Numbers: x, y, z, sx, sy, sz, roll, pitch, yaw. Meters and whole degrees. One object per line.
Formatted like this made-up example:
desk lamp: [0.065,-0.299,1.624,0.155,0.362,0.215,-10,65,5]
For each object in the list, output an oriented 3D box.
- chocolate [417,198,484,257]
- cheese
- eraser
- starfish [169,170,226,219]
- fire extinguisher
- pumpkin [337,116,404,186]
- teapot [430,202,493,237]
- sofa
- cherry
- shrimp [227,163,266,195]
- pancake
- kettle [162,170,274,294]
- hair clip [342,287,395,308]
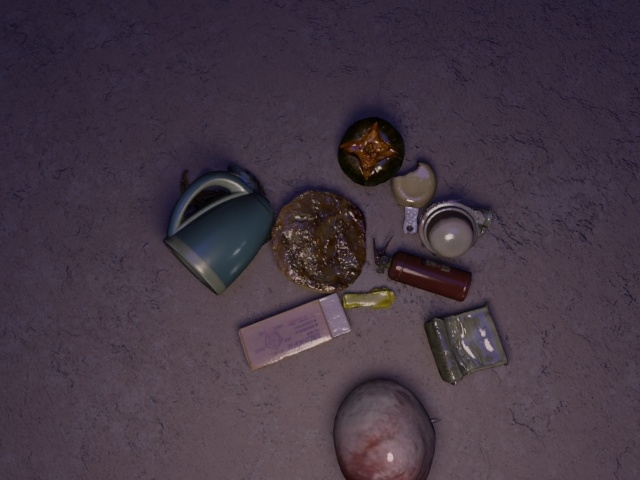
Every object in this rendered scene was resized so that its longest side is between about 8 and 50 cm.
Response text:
chocolate: [0.426,-0.017,1.400,0.222,0.147,0.221,1,112,2]
cheese: [0.339,-0.148,1.514,0.164,0.070,0.248,-13,75,0]
eraser: [-0.081,0.294,1.413,0.344,0.078,0.143,-20,76,-4]
starfish: [-0.454,-0.153,1.556,0.238,0.057,0.213,-43,70,-13]
fire extinguisher: [0.322,0.083,1.440,0.338,0.106,0.147,19,71,6]
pumpkin: [0.178,-0.305,1.516,0.238,0.159,0.237,2,100,9]
teapot: [0.475,-0.069,1.488,0.201,0.077,0.107,5,96,4]
sofa: [0.452,0.311,1.337,0.226,0.176,0.209,-13,75,-1]
cherry: [0.178,0.548,1.225,0.292,0.334,0.326,-5,51,17]
shrimp: [-0.253,-0.181,1.547,0.090,0.079,0.232,-41,82,-4]
pancake: [0.001,0.000,1.466,0.357,0.065,0.355,2,81,-13]
kettle: [-0.319,-0.051,1.410,0.342,0.247,0.319,-46,116,-17]
hair clip: [0.161,0.199,1.444,0.173,0.046,0.072,-9,78,1]
